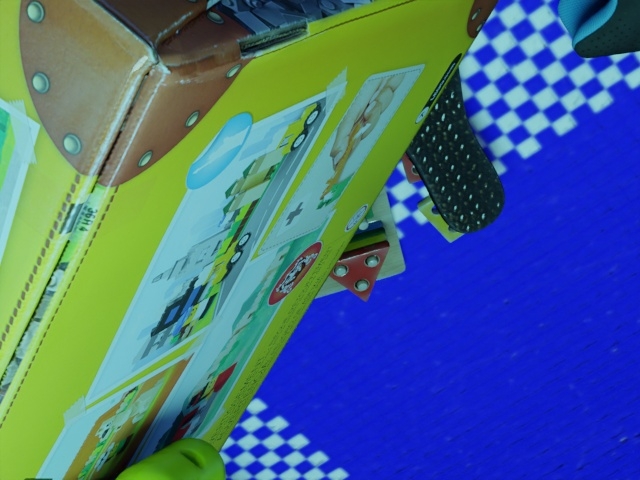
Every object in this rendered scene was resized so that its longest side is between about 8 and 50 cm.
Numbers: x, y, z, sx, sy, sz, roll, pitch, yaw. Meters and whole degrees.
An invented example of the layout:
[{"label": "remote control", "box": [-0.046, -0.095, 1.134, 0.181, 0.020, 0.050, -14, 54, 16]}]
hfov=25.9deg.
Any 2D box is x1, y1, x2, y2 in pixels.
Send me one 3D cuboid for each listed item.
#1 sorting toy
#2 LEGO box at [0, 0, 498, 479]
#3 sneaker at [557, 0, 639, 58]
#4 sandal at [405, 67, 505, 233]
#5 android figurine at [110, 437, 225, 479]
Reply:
[{"label": "sorting toy", "box": [0.000, 0.000, 1.033, 0.274, 0.046, 0.132, -16, 132, 0]}, {"label": "LEGO box", "box": [-0.146, 0.009, 0.780, 0.193, 0.372, 0.500, 39, 122, 13]}, {"label": "sneaker", "box": [0.183, -0.245, 0.818, 0.139, 0.125, 0.341, -17, 129, 8]}, {"label": "sandal", "box": [0.075, -0.084, 0.977, 0.067, 0.040, 0.179, -29, 118, -4]}, {"label": "android figurine", "box": [-0.151, 0.213, 0.778, 0.056, 0.273, 0.248, 39, 100, 11]}]
